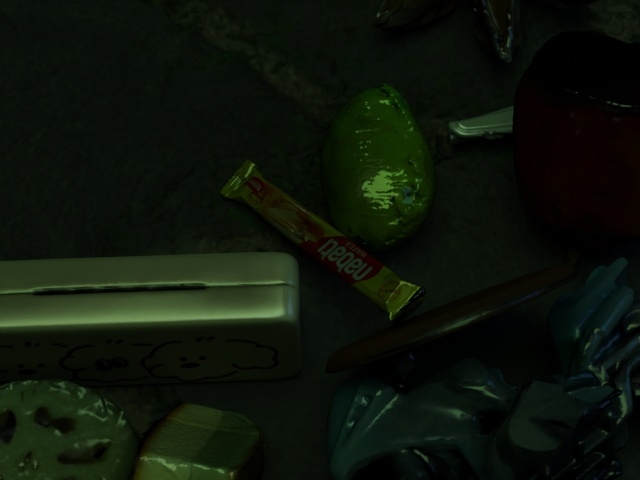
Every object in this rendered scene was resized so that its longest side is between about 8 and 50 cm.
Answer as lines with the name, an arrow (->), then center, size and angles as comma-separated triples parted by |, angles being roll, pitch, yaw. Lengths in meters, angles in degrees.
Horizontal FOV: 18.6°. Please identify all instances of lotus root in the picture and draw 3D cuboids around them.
lotus root -> -0.269, 0.227, 1.824 | 0.204, 0.078, 0.183 | -28, 60, -24

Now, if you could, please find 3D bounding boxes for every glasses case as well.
glasses case -> -0.185, 0.078, 1.865 | 0.337, 0.144, 0.076 | -3, 61, 1

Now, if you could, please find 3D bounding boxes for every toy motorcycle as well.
toy motorcycle -> 0.170, 0.152, 1.805 | 0.416, 0.172, 0.232 | -37, 58, -19

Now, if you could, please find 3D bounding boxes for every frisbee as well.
frisbee -> 0.119, 0.071, 1.811 | 0.251, 0.251, 0.021 | -22, 88, -10

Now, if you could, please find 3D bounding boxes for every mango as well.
mango -> 0.059, -0.072, 1.960 | 0.119, 0.100, 0.178 | -7, 64, 14

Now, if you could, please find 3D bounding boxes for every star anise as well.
star anise -> 0.173, -0.343, 2.083 | 0.332, 0.117, 0.331 | -1, 79, 4

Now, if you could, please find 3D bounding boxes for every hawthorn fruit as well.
hawthorn fruit -> 0.274, -0.077, 1.914 | 0.190, 0.189, 0.251 | 6, 102, 4

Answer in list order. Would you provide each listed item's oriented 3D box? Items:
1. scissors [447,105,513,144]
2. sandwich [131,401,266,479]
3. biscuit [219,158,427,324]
scissors -> 0.249, -0.137, 2.031 | 0.242, 0.030, 0.118 | -12, 61, -8
sandwich -> -0.120, 0.261, 1.791 | 0.108, 0.220, 0.186 | 11, 99, 4
biscuit -> 0.000, 0.000, 1.919 | 0.048, 0.026, 0.292 | -44, 48, -11
